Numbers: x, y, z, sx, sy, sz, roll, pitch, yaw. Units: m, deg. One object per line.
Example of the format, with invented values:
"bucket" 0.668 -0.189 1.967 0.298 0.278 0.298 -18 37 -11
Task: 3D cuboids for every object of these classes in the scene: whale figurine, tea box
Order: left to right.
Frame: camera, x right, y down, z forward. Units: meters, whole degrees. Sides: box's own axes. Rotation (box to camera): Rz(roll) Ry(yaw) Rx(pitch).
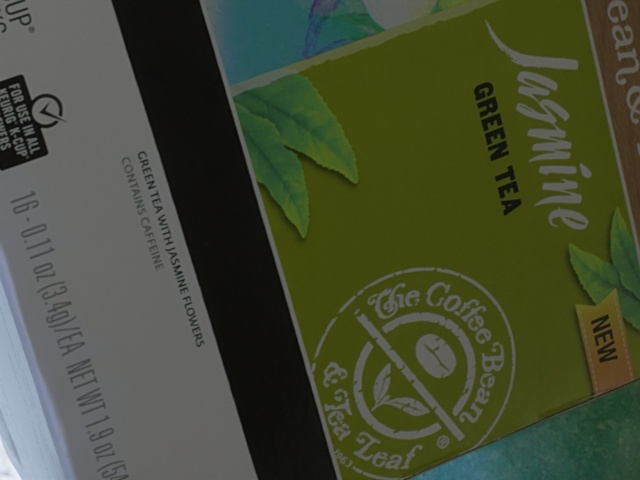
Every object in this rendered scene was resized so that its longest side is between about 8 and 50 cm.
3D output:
"tea box" -0.028 -0.067 0.919 0.323 0.220 0.329 -22 -70 -16
"whale figurine" 0.074 0.095 1.153 0.141 0.272 0.216 33 -105 -62
